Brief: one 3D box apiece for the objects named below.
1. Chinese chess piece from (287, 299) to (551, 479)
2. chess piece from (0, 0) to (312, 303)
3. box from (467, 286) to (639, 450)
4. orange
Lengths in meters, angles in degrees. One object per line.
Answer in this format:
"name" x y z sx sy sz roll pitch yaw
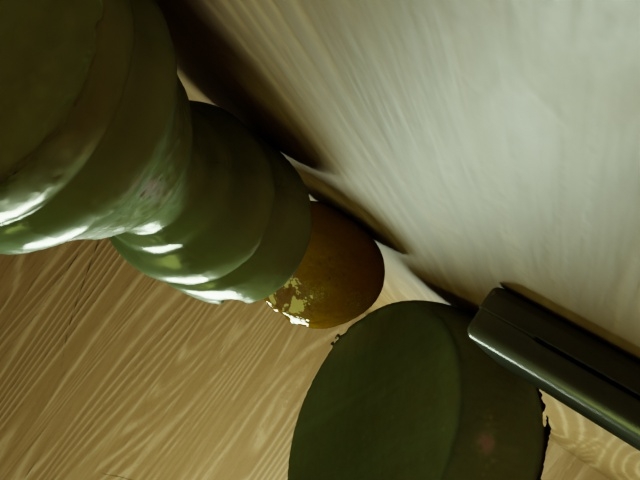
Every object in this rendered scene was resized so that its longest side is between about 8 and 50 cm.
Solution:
"Chinese chess piece" 0.108 0.246 1.070 0.146 0.349 0.349 28 179 -28
"chess piece" -0.154 -0.066 0.691 0.234 0.234 0.442 33 178 23
"box" 0.239 0.125 0.731 0.244 0.055 0.103 30 173 40
"orange" -0.006 0.031 1.014 0.159 0.136 0.159 37 178 2
